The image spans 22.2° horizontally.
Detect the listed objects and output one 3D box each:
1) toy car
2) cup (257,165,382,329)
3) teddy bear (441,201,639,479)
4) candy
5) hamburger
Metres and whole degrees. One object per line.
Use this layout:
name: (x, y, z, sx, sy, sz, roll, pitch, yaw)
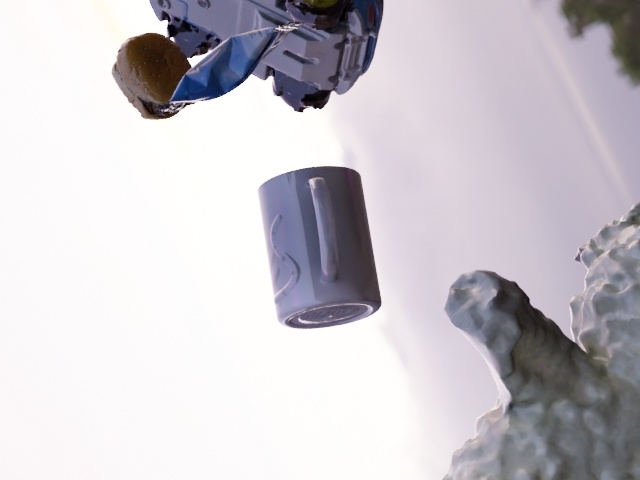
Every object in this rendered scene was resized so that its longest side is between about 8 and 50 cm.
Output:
toy car: (-0.068, -0.304, 2.013, 0.314, 0.166, 0.198, 27, 143, 13)
cup: (-0.009, 0.003, 1.476, 0.136, 0.099, 0.133, 26, -127, -63)
teddy bear: (0.239, 0.103, 1.082, 0.327, 0.362, 0.375, 39, -176, 4)
candy: (-0.075, -0.150, 1.399, 0.038, 0.136, 0.088, 57, -171, 2)
hamburger: (-0.153, -0.154, 1.521, 0.076, 0.044, 0.083, -27, -108, -44)
